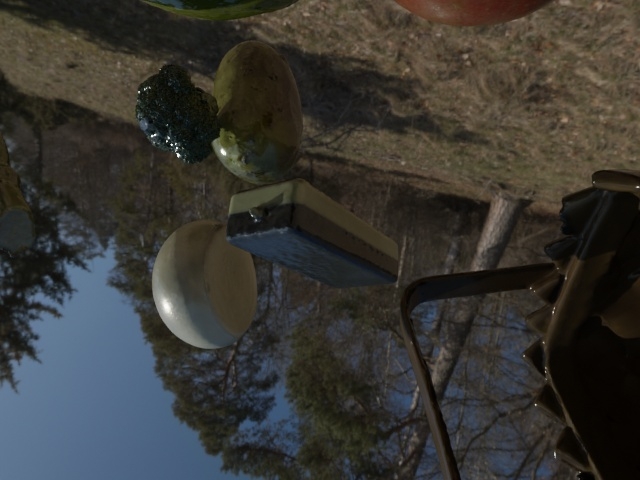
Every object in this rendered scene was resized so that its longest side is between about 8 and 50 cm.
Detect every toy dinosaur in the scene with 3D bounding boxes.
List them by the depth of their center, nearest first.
[{"bbox_3d":[-0.258,-0.080,0.321,0.072,0.252,0.199,-4,-161,-45],"label":"toy dinosaur"}]

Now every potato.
[{"bbox_3d":[-0.125,-0.254,0.937,0.173,0.308,0.210,-12,161,22],"label":"potato"}]

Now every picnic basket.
[{"bbox_3d":[0.238,0.104,0.358,0.320,0.291,0.254,-8,-139,1],"label":"picnic basket"}]

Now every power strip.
[{"bbox_3d":[0.000,0.000,0.586,0.105,0.070,0.256,-10,159,32],"label":"power strip"}]

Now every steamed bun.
[{"bbox_3d":[-0.218,0.080,0.850,0.145,0.232,0.232,-9,-165,15],"label":"steamed bun"}]

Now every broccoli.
[{"bbox_3d":[-0.235,-0.205,0.785,0.145,0.162,0.138,-7,-160,43],"label":"broccoli"}]

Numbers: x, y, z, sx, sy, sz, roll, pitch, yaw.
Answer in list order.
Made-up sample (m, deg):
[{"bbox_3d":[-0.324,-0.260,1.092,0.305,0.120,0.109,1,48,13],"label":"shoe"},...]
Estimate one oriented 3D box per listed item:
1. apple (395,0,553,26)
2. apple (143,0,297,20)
[{"bbox_3d":[0.177,-0.427,0.509,0.348,0.349,0.277,4,172,2],"label":"apple"},{"bbox_3d":[-0.069,-0.297,0.296,0.291,0.292,0.254,8,156,14],"label":"apple"}]
